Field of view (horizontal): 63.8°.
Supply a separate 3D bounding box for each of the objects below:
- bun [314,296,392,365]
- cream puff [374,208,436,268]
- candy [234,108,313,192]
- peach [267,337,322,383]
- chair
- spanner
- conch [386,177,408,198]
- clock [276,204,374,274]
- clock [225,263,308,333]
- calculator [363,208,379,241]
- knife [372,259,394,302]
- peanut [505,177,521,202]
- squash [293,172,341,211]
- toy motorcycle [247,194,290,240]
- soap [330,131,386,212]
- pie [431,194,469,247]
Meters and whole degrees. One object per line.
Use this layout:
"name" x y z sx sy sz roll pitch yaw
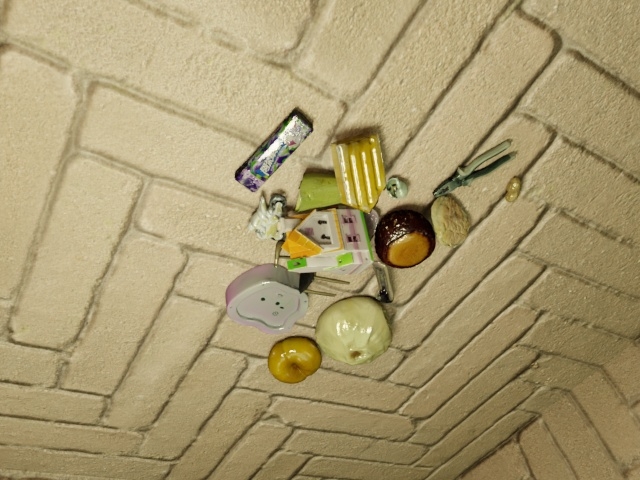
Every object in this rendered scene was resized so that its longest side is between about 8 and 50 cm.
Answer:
"bun" 0.157 0.426 2.266 0.364 0.202 0.364 -5 130 -6
"cream puff" 0.315 -0.010 1.952 0.239 0.165 0.239 -6 132 -7
"candy" -0.152 -0.287 1.677 0.088 0.061 0.312 34 116 -31
"peach" -0.120 0.542 2.337 0.251 0.153 0.251 -12 135 -12
"chair" -0.040 0.103 1.947 0.272 0.166 0.188 11 154 -14
"spanner" 0.558 -0.250 1.888 0.324 0.040 0.096 -31 129 12
"conch" 0.278 -0.191 1.864 0.076 0.056 0.085 -15 103 23
"clock" 0.000 0.000 1.808 0.309 0.235 0.166 -1 157 -24
"clock" -0.215 0.250 2.094 0.338 0.102 0.339 -6 131 -7
"calculator" 0.160 -0.047 1.935 0.166 0.103 0.024 -62 163 18
"knife" 0.250 0.179 2.103 0.089 0.043 0.365 10 152 18
"peanut" 0.739 -0.192 1.974 0.053 0.054 0.113 -9 132 -5
"squash" 0.039 -0.187 1.791 0.287 0.137 0.137 -12 133 -20
"toy motorcycle" -0.190 -0.074 1.844 0.151 0.074 0.229 -8 141 -13
"soap" 0.133 -0.218 1.719 0.160 0.080 0.258 -21 115 -21
"pie" 0.491 -0.064 1.950 0.052 0.185 0.218 -8 143 44
